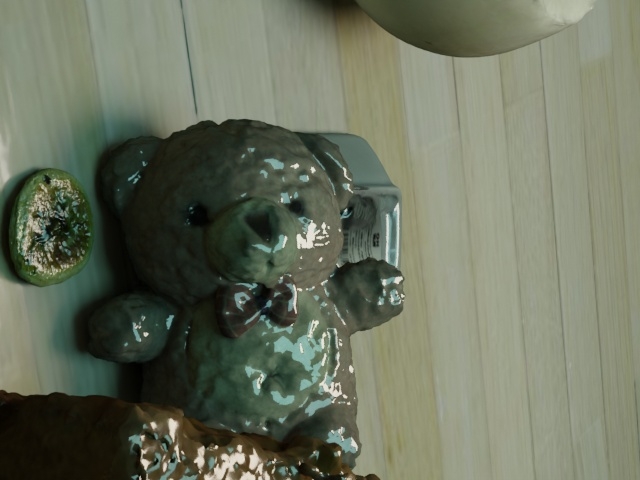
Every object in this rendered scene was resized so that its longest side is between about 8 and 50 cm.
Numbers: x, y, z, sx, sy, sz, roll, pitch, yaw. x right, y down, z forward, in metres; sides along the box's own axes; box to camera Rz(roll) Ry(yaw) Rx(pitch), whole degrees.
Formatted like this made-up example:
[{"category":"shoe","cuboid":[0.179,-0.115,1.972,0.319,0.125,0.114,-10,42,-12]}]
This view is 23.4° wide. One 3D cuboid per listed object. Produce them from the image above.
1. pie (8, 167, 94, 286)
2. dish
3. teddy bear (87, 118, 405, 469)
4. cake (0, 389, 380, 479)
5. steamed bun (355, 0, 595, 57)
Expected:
[{"category":"pie","cuboid":[-0.180,-0.008,1.036,0.084,0.021,0.084,-6,97,-59]},{"category":"dish","cuboid":[0.000,0.000,1.278,0.243,0.080,0.181,-5,96,-59]},{"category":"teddy bear","cuboid":[-0.054,0.046,1.116,0.236,0.151,0.267,-3,103,-19]},{"category":"cake","cuboid":[-0.137,0.235,0.896,0.256,0.282,0.290,24,76,-50]},{"category":"steamed bun","cuboid":[0.115,-0.315,1.320,0.324,0.206,0.324,-4,94,-61]}]
